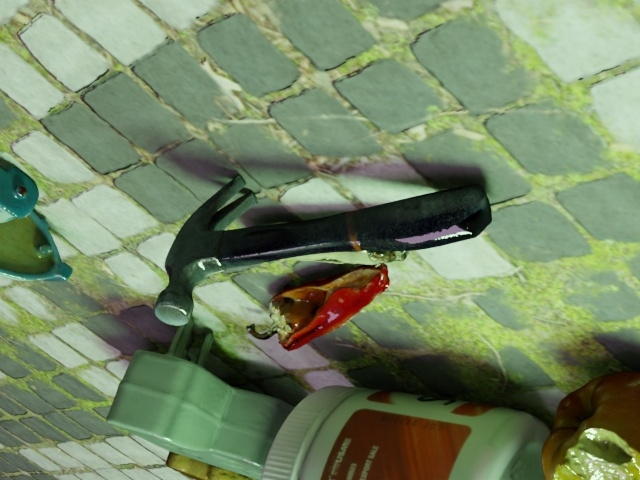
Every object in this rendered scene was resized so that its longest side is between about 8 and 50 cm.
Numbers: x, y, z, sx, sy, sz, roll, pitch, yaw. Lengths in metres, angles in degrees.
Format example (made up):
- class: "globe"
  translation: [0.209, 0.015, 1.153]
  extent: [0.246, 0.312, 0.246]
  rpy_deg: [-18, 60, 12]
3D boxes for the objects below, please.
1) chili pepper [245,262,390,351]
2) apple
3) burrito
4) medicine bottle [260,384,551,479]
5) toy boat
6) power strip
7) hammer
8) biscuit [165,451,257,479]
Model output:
- class: "chili pepper"
  translation: [0.001, 0.062, 1.113]
  extent: [0.051, 0.059, 0.268]
  rpy_deg: [-3, 163, -33]
- class: "apple"
  translation: [0.280, 0.192, 1.012]
  extent: [0.158, 0.147, 0.156]
  rpy_deg: [52, 142, -2]
- class: "burrito"
  translation: [0.000, 0.000, 1.022]
  extent: [0.186, 0.041, 0.045]
  rpy_deg: [0, 166, 37]
- class: "medicine bottle"
  translation: [0.098, 0.284, 1.180]
  extent: [0.241, 0.252, 0.252]
  rpy_deg: [3, 144, 32]
- class: "toy boat"
  translation: [-0.339, -0.027, 1.182]
  extent: [0.102, 0.088, 0.215]
  rpy_deg: [-15, 130, 44]
- class: "power strip"
  translation: [-0.133, 0.189, 1.364]
  extent: [0.230, 0.141, 0.261]
  rpy_deg: [10, 161, 26]
- class: "hammer"
  translation: [0.003, -0.009, 0.949]
  extent: [0.290, 0.137, 0.037]
  rpy_deg: [-10, 137, 26]
- class: "biscuit"
  translation: [-0.102, 0.336, 1.585]
  extent: [0.184, 0.035, 0.249]
  rpy_deg: [10, 161, 37]
